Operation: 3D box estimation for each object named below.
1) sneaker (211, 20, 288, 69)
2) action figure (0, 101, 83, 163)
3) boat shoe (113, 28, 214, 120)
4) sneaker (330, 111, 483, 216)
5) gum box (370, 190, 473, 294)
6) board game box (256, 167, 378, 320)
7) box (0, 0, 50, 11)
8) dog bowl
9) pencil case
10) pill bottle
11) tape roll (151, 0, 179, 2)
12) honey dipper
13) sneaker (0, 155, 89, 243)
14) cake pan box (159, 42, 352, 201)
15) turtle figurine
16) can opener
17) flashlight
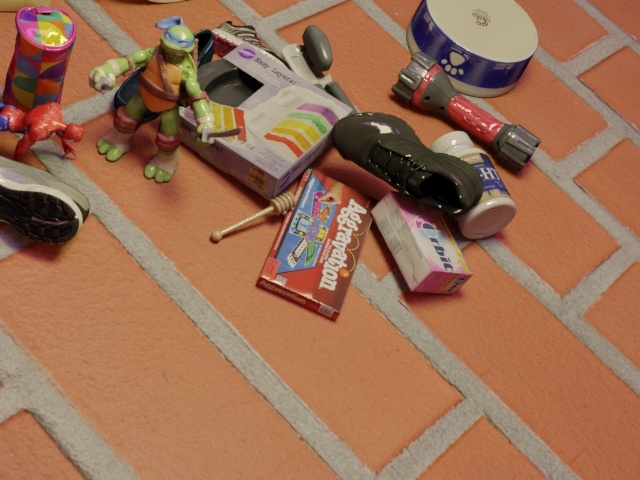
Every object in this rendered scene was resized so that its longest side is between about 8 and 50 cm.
[{"bbox_3d":[-0.131,-0.370,2.107,0.170,0.063,0.074,26,52,4],"label":"sneaker"},{"bbox_3d":[-0.502,-0.170,1.766,0.280,0.139,0.091,10,48,13],"label":"action figure"},{"bbox_3d":[-0.282,-0.309,1.970,0.109,0.089,0.258,31,47,3],"label":"boat shoe"},{"bbox_3d":[0.147,-0.132,1.905,0.286,0.109,0.130,25,23,5],"label":"sneaker"},{"bbox_3d":[0.173,0.000,1.920,0.107,0.062,0.188,6,48,-42],"label":"gum box"},{"bbox_3d":[0.000,0.000,1.882,0.145,0.027,0.281,25,46,-5],"label":"board game box"},{"bbox_3d":[-0.571,-0.526,1.914,0.214,0.243,0.117,-6,55,-28],"label":"box"},{"bbox_3d":[0.322,-0.432,2.338,0.265,0.104,0.264,12,48,-14],"label":"dog bowl"},{"bbox_3d":[-0.457,-0.277,1.773,0.104,0.236,0.104,12,57,-19],"label":"pencil case"},{"bbox_3d":[0.274,-0.106,2.038,0.112,0.112,0.186,-6,55,-28],"label":"pill bottle"},{"bbox_3d":[-0.262,-0.587,2.080,0.286,0.286,0.100,-17,61,-34],"label":"tape roll"},{"bbox_3d":[-0.113,-0.036,1.846,0.161,0.030,0.030,-29,68,-26],"label":"honey dipper"},{"bbox_3d":[-0.483,-0.079,1.697,0.272,0.100,0.108,25,22,1],"label":"sneaker"},{"bbox_3d":[-0.116,-0.220,1.963,0.267,0.070,0.246,34,49,15],"label":"cake pan box"},{"bbox_3d":[-0.274,-0.196,1.756,0.198,0.266,0.274,0,52,-24],"label":"turtle figurine"},{"bbox_3d":[0.014,-0.283,2.089,0.074,0.093,0.280,-15,65,-32],"label":"can opener"},{"bbox_3d":[0.290,-0.252,2.174,0.304,0.103,0.103,35,46,7],"label":"flashlight"}]
